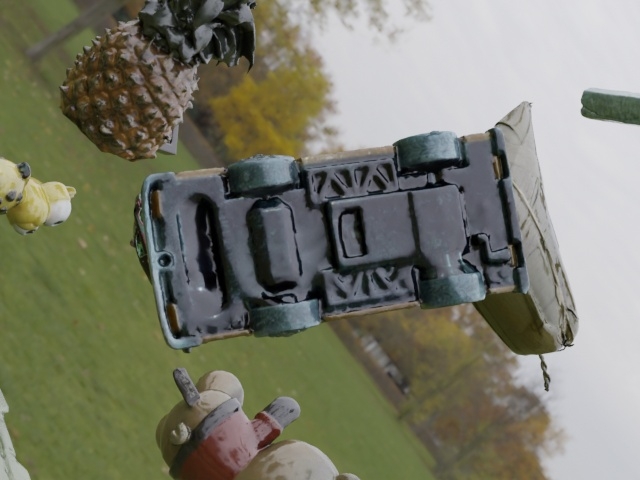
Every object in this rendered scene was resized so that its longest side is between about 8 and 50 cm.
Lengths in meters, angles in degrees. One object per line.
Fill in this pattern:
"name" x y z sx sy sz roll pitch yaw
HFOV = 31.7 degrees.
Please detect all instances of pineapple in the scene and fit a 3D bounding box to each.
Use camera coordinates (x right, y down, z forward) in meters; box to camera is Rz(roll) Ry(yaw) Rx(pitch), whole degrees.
"pineapple" -0.151 -0.252 1.336 0.165 0.364 0.165 41 18 -17

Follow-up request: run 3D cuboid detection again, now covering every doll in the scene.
"doll" -0.102 0.326 1.569 0.330 0.235 0.174 42 3 18
"doll" -0.432 -0.061 1.593 0.291 0.117 0.086 47 22 -81

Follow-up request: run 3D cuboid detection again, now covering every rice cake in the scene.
"rice cake" 0.397 -0.137 1.250 0.045 0.042 0.245 1 13 -43

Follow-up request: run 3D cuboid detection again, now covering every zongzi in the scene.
"zongzi" 0.180 -0.002 0.919 0.189 0.178 0.081 49 -33 -8

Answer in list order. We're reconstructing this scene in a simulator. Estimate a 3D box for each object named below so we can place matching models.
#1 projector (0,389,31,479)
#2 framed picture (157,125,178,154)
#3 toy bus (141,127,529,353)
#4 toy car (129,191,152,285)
"projector" -0.353 0.170 1.018 0.193 0.088 0.269 49 0 -39
"framed picture" -0.268 -0.208 1.710 0.168 0.023 0.128 17 75 -63
"toy bus" 0.000 0.000 0.571 0.103 0.182 0.091 161 -80 -75
"toy car" -0.237 0.002 1.567 0.069 0.055 0.142 -143 -142 -79
